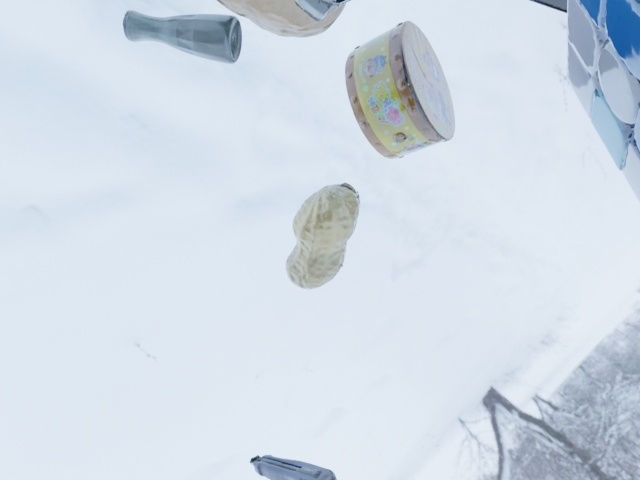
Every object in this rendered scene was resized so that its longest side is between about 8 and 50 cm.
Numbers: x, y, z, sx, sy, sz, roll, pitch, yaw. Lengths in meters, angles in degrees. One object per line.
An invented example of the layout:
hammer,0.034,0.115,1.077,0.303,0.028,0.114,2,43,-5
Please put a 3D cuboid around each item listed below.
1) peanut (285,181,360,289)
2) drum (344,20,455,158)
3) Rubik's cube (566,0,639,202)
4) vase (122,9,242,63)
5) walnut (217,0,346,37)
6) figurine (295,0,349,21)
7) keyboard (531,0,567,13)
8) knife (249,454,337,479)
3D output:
peanut,0.000,0.000,1.154,0.149,0.149,0.313,-18,140,-35
drum,0.281,-0.504,1.645,0.214,0.432,0.431,-17,163,34
Rubik's cube,0.562,-0.271,0.628,0.344,0.347,0.347,-23,150,18
vase,-0.264,-0.395,0.919,0.086,0.214,0.086,10,90,-84
walnut,-0.085,-0.495,0.750,0.343,0.306,0.306,35,102,-14
figurine,0.042,-0.192,0.211,0.147,0.126,0.192,23,136,-35
keyboard,0.518,-0.506,1.007,0.067,0.202,0.011,99,16,-64
knife,-0.027,0.212,0.435,0.031,0.018,0.121,-24,-174,-42
